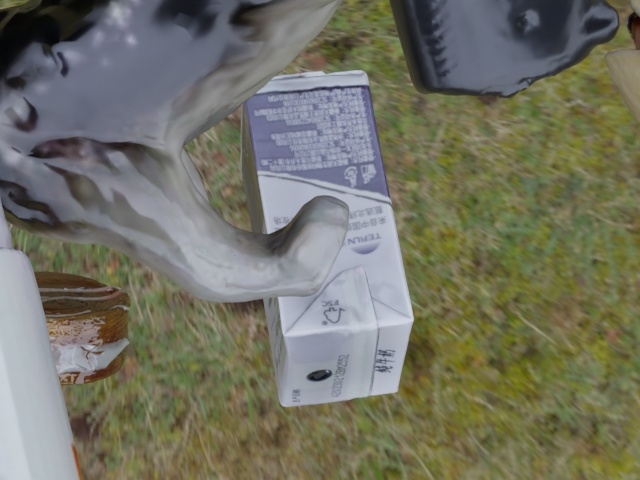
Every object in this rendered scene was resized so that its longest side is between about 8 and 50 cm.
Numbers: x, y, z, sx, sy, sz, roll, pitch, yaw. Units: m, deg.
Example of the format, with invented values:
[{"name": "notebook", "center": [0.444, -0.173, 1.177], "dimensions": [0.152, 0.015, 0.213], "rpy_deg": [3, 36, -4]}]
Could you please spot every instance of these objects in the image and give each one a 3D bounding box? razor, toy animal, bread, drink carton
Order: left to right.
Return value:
[{"name": "bread", "center": [-0.259, 0.083, 1.550], "dimensions": [0.161, 0.160, 0.073], "rpy_deg": [3, 108, -8]}, {"name": "toy animal", "center": [-0.091, -0.144, 0.848], "dimensions": [0.303, 0.194, 0.344], "rpy_deg": [21, 102, -7]}, {"name": "drink carton", "center": [0.000, 0.000, 1.246], "dimensions": [0.102, 0.134, 0.222], "rpy_deg": [-5, 62, -8]}, {"name": "razor", "center": [0.137, -0.295, 1.400], "dimensions": [0.204, 0.113, 0.349], "rpy_deg": [-19, 109, -13]}]

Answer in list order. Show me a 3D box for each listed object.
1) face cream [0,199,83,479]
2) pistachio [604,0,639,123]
[{"name": "face cream", "center": [-0.139, 0.099, 0.620], "dimensions": [0.102, 0.102, 0.345], "rpy_deg": [-13, 79, -6]}, {"name": "pistachio", "center": [0.323, -0.128, 1.317], "dimensions": [0.157, 0.229, 0.157], "rpy_deg": [-16, 122, -28]}]
